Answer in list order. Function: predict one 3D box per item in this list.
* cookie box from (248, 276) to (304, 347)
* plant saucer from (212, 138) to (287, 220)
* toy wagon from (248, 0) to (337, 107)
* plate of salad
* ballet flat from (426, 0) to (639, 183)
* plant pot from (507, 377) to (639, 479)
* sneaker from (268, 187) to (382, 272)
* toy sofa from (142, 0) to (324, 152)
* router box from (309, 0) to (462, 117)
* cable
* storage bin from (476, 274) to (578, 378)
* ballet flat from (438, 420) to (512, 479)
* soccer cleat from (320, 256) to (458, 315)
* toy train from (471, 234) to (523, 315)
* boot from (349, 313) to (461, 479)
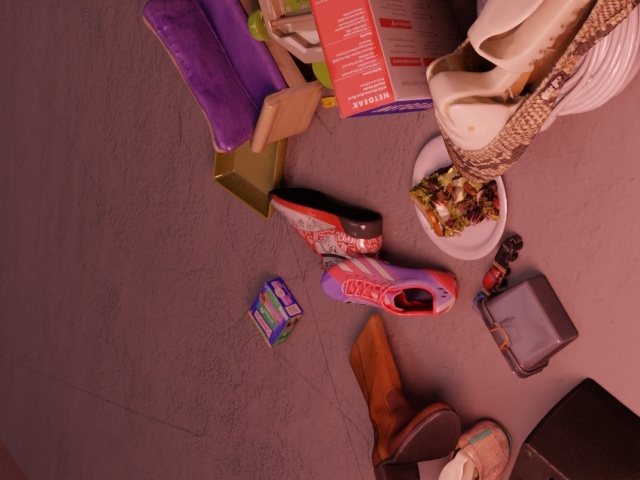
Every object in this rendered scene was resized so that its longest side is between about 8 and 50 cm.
[{"bbox_3d":[-0.088,0.141,2.161,0.092,0.040,0.107,55,140,22],"label":"cookie box"},{"bbox_3d":[-0.126,-0.162,2.095,0.188,0.045,0.188,36,129,39],"label":"plant saucer"},{"bbox_3d":[-0.002,-0.384,1.785,0.267,0.068,0.344,-1,115,36],"label":"toy wagon"},{"bbox_3d":[0.204,-0.064,1.709,0.200,0.048,0.200,22,119,47],"label":"plate of salad"},{"bbox_3d":[0.235,-0.236,1.350,0.164,0.182,0.483,58,139,20],"label":"ballet flat"},{"bbox_3d":[0.364,0.338,1.556,0.187,0.167,0.188,40,131,35],"label":"plant pot"},{"bbox_3d":[0.000,0.000,1.957,0.270,0.090,0.145,21,116,44],"label":"sneaker"},{"bbox_3d":[-0.161,-0.340,1.946,0.363,0.177,0.150,61,153,18],"label":"toy sofa"},{"bbox_3d":[0.090,-0.327,1.522,0.082,0.335,0.301,-14,91,26],"label":"router box"},{"bbox_3d":[0.318,-0.293,1.448,0.257,0.089,0.257,-29,80,51],"label":"cable"},{"bbox_3d":[0.304,0.119,1.621,0.091,0.098,0.135,-41,70,39],"label":"storage bin"},{"bbox_3d":[0.223,0.428,1.817,0.107,0.106,0.316,35,129,40],"label":"ballet flat"},{"bbox_3d":[0.101,0.079,1.795,0.248,0.095,0.083,5,111,28],"label":"soccer cleat"},{"bbox_3d":[0.265,0.058,1.685,0.027,0.036,0.158,46,135,32],"label":"toy train"},{"bbox_3d":[0.133,0.245,1.836,0.264,0.096,0.280,106,157,-52],"label":"boot"}]
